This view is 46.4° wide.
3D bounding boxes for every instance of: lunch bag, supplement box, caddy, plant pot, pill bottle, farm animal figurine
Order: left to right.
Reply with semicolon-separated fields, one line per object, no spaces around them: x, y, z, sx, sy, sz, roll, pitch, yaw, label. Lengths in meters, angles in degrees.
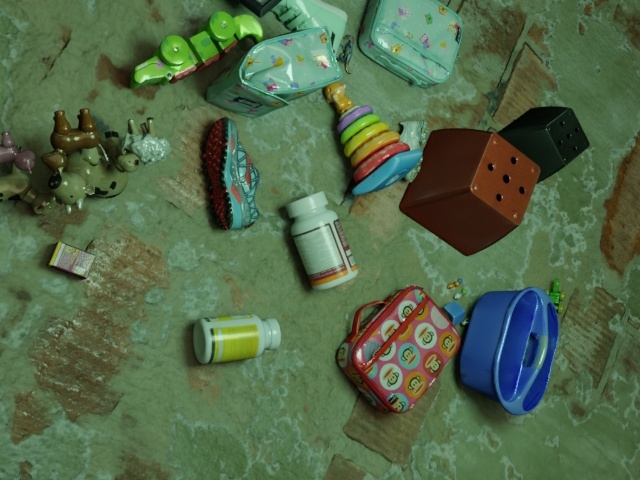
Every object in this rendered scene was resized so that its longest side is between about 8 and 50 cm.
-0.512;-0.132;1.506;0.326;0.330;0.172;-8;85;-56;farm animal figurine
-0.524;0.042;1.571;0.083;0.043;0.055;25;73;-22;supplement box
-0.188;0.220;1.691;0.184;0.103;0.103;-2;85;-27;pill bottle
-0.118;-0.381;1.729;0.262;0.223;0.160;-25;101;-27;lunch bag
0.000;0.000;1.805;0.121;0.121;0.221;-23;94;-28;pill bottle
0.189;0.260;1.882;0.293;0.120;0.258;-45;101;-26;lunch bag
0.249;-0.544;2.005;0.279;0.108;0.224;23;74;-23;lunch bag
0.416;-0.142;1.974;0.267;0.235;0.267;32;71;-21;plant pot
0.521;0.289;1.985;0.241;0.179;0.342;30;72;-36;caddy
0.656;-0.283;2.155;0.188;0.167;0.188;-35;101;-27;plant pot

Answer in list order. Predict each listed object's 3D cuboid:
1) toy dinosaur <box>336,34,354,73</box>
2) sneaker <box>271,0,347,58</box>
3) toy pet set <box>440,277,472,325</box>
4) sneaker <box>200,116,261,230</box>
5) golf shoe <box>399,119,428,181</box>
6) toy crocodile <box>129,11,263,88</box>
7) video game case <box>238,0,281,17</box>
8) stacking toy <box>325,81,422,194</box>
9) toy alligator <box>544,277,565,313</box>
0.069;-0.498;1.958;0.082;0.047;0.090;-55;142;-31;toy dinosaur
-0.055;-0.531;1.854;0.255;0.094;0.151;14;80;-25;sneaker
0.378;0.176;2.013;0.114;0.065;0.122;-24;95;-28;toy pet set
-0.201;-0.155;1.749;0.125;0.104;0.262;-4;90;-45;sneaker
0.232;-0.240;1.992;0.085;0.069;0.176;9;71;15;golf shoe
-0.284;-0.430;1.710;0.340;0.115;0.105;-36;101;-26;toy crocodile
-0.147;-0.690;1.803;0.248;0.035;0.275;39;66;9;video game case
0.102;-0.276;1.891;0.302;0.175;0.165;57;33;8;stacking toy
0.677;0.206;2.176;0.051;0.056;0.190;37;62;-63;toy alligator
